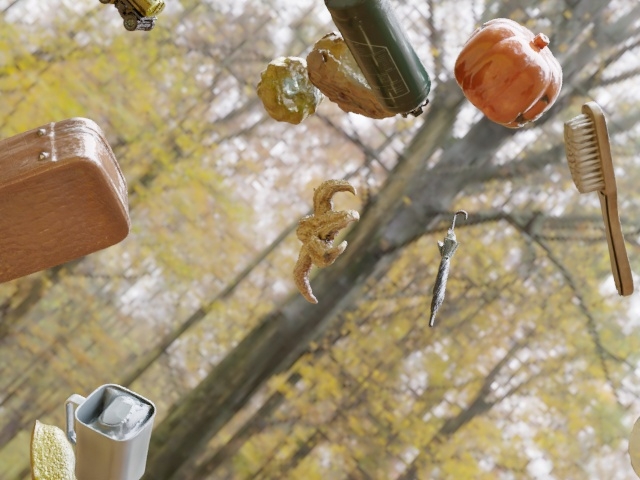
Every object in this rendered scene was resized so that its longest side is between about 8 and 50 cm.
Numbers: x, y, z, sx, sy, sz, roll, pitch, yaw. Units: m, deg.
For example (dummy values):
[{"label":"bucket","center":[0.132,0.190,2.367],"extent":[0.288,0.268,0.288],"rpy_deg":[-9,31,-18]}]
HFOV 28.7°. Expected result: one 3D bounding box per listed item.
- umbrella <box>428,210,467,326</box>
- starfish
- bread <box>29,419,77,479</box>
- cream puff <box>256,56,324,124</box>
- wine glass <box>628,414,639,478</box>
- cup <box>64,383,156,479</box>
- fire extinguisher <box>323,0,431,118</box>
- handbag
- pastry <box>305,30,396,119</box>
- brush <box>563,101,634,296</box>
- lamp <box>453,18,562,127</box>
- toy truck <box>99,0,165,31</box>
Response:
[{"label":"umbrella","center":[0.224,0.050,2.314],"extent":[0.044,0.269,0.044],"rpy_deg":[3,-37,25]},{"label":"starfish","center":[-0.002,-0.001,2.100],"extent":[0.071,0.216,0.238],"rpy_deg":[16,2,-11]},{"label":"bread","center":[-0.404,0.376,1.947],"extent":[0.149,0.065,0.187],"rpy_deg":[81,-3,-48]},{"label":"cream puff","center":[-0.068,-0.299,2.490],"extent":[0.146,0.146,0.116],"rpy_deg":[51,-21,-16]},{"label":"wine glass","center":[0.474,0.269,1.560],"extent":[0.165,0.165,0.196],"rpy_deg":[43,-3,4]},{"label":"cup","center":[-0.306,0.275,1.763],"extent":[0.128,0.095,0.129],"rpy_deg":[23,-54,15]},{"label":"fire extinguisher","center":[0.104,-0.295,2.003],"extent":[0.114,0.095,0.311],"rpy_deg":[49,-4,47]},{"label":"handbag","center":[-0.289,-0.034,1.259],"extent":[0.151,0.193,0.072],"rpy_deg":[62,9,-47]},{"label":"pastry","center":[0.073,-0.286,2.207],"extent":[0.229,0.100,0.218],"rpy_deg":[35,-9,-34]},{"label":"brush","center":[0.443,-0.058,1.997],"extent":[0.070,0.065,0.327],"rpy_deg":[-118,-168,-73]},{"label":"lamp","center":[0.328,-0.293,2.147],"extent":[0.188,0.164,0.187],"rpy_deg":[36,26,-21]},{"label":"toy truck","center":[-0.242,-0.310,1.592],"extent":[0.083,0.054,0.049],"rpy_deg":[46,22,9]}]
